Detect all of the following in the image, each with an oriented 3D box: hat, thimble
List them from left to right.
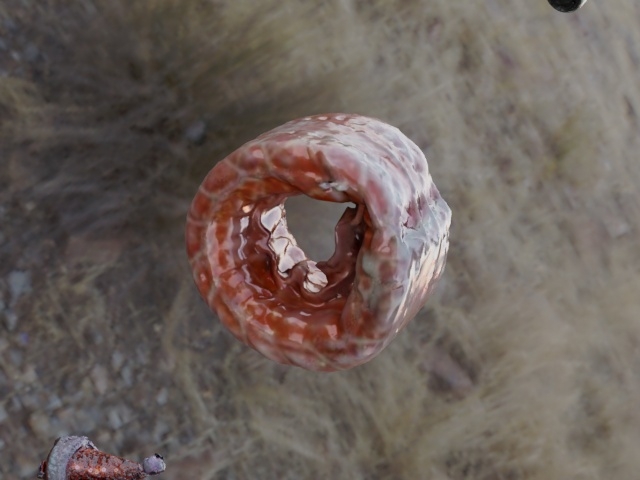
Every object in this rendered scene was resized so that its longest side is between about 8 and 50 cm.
[{"bbox_3d":[-0.359,0.396,2.098,0.140,0.227,0.129,60,32,-43],"label":"hat"},{"bbox_3d":[0.000,0.000,1.180,0.239,0.239,0.162,61,31,-1],"label":"thimble"}]

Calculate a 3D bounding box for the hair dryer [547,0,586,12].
[{"bbox_3d":[0.227,-0.276,1.322,0.071,0.150,0.047,-47,127,-36],"label":"hair dryer"}]
